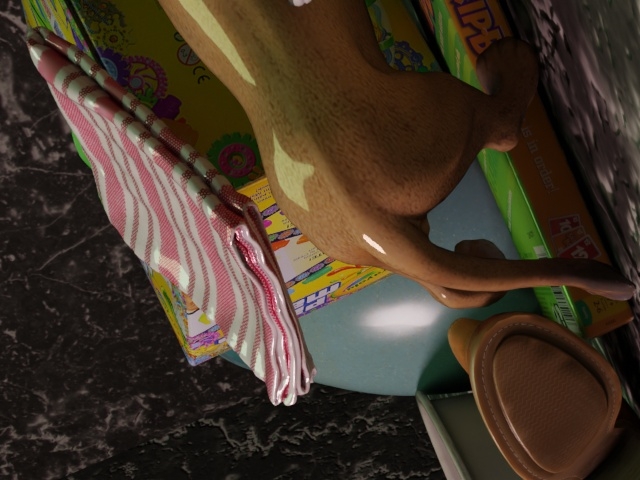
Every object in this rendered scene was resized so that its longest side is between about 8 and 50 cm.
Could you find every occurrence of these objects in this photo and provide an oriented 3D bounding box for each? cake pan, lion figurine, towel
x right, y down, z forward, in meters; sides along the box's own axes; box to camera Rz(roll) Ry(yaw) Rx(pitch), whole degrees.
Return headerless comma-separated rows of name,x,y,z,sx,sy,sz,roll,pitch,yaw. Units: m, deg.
cake pan,0.152,0.233,1.340,0.293,0.054,0.293,155,90,-88
lion figurine,-0.022,-0.101,0.854,0.392,0.142,0.240,45,-159,14
towel,-0.079,-0.014,0.932,0.197,0.029,0.144,41,159,38

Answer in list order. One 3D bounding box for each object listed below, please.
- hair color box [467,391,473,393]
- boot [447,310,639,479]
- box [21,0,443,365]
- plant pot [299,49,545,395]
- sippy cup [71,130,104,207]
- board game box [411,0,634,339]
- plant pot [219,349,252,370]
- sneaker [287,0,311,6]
hair color box,0.159,0.129,1.740,0.141,0.043,0.072,-113,1,-74
boot,0.111,0.077,1.013,0.197,0.073,0.152,48,180,-37
box,-0.070,-0.117,1.173,0.290,0.177,0.279,62,168,17
plant pot,0.032,0.003,1.420,0.290,0.195,0.290,157,90,-89
sippy cup,-0.068,-0.143,1.610,0.240,0.224,0.305,-54,-24,-48
board game box,0.097,-0.071,1.009,0.124,0.039,0.259,125,119,-88
plant pot,0.000,0.000,1.809,0.271,0.271,0.255,67,164,-4
sneaker,0.036,-0.177,0.796,0.081,0.094,0.208,70,-160,-45
